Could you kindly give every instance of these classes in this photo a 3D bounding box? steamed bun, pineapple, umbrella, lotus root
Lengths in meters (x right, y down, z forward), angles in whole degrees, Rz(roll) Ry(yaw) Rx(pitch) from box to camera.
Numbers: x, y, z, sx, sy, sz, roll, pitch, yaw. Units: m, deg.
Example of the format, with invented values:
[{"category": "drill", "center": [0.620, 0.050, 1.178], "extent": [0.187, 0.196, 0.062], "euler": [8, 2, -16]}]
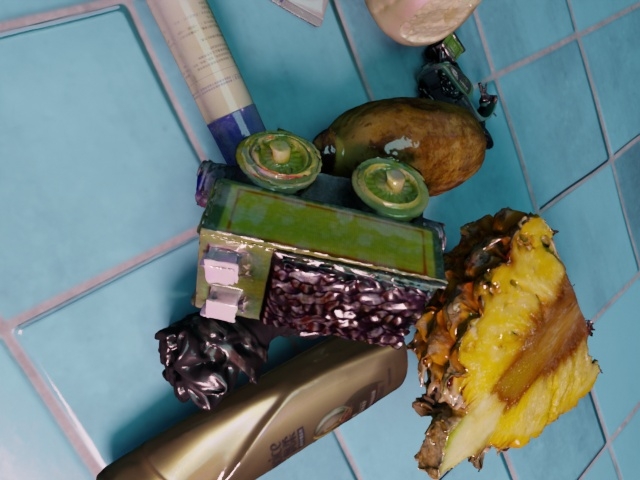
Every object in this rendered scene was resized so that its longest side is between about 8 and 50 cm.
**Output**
[{"category": "steamed bun", "center": [0.116, -0.378, 0.607], "extent": [0.152, 0.170, 0.239], "euler": [-3, 93, -11]}, {"category": "pineapple", "center": [0.174, 0.140, 0.650], "extent": [0.286, 0.209, 0.344], "euler": [-42, 122, -11]}, {"category": "umbrella", "center": [-0.049, 0.075, 0.550], "extent": [0.272, 0.122, 0.110], "euler": [-27, 148, -31]}, {"category": "lotus root", "center": [0.092, -0.110, 0.601], "extent": [0.260, 0.145, 0.128], "euler": [-11, 90, -32]}]

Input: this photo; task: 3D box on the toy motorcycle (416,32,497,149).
[{"category": "toy motorcycle", "center": [0.208, -0.208, 0.720], "extent": [0.173, 0.058, 0.100], "euler": [46, 64, -21]}]

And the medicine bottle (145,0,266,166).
[{"category": "medicine bottle", "center": [-0.118, -0.182, 0.526], "extent": [0.059, 0.059, 0.231], "euler": [-32, 107, -26]}]

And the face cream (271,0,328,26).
[{"category": "face cream", "center": [-0.010, -0.388, 0.595], "extent": [0.114, 0.070, 0.224], "euler": [20, 93, -28]}]

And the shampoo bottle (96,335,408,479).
[{"category": "shampoo bottle", "center": [-0.058, 0.202, 0.549], "extent": [0.350, 0.084, 0.125], "euler": [-22, 133, -28]}]

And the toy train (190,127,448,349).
[{"category": "toy train", "center": [0.000, 0.000, 0.481], "extent": [0.261, 0.134, 0.177], "euler": [12, 49, -7]}]
